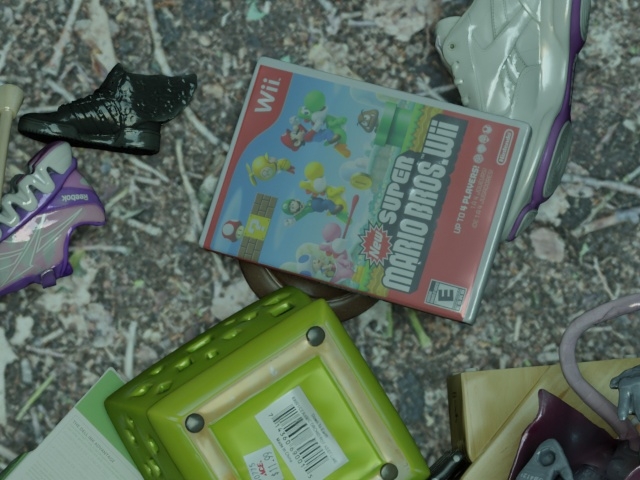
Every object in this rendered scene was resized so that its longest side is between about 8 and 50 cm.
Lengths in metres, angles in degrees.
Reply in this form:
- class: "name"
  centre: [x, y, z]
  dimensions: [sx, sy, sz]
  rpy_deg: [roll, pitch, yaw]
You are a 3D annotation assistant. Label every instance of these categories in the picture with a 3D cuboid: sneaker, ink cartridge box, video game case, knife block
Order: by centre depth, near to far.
- class: "ink cartridge box"
  centre: [-0.226, 0.262, 1.823]
  dimensions: [0.171, 0.056, 0.235]
  rpy_deg: [47, 56, -9]
- class: "sneaker"
  centre: [-0.298, 0.018, 1.848]
  dimensions: [0.104, 0.095, 0.236]
  rpy_deg: [44, 83, -15]
- class: "video game case"
  centre: [0.043, -0.051, 1.857]
  dimensions: [0.285, 0.025, 0.204]
  rpy_deg: [15, 82, 16]
- class: "knife block"
  centre: [0.204, 0.243, 1.862]
  dimensions: [0.276, 0.088, 0.242]
  rpy_deg: [-5, 84, -6]
- class: "sneaker"
  centre: [-0.211, -0.135, 1.894]
  dimensions: [0.170, 0.051, 0.089]
  rpy_deg: [8, 82, -9]
- class: "sneaker"
  centre: [0.182, -0.149, 1.918]
  dimensions: [0.152, 0.114, 0.305]
  rpy_deg: [8, 82, 15]

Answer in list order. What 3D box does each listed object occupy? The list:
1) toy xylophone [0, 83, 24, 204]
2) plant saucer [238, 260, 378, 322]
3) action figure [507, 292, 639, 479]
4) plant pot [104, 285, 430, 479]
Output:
- class: "toy xylophone"
  centre: [-0.401, -0.056, 1.766]
  dimensions: [0.236, 0.081, 0.322]
  rpy_deg: [6, 48, 0]
- class: "plant saucer"
  centre: [0.000, 0.000, 1.905]
  dimensions: [0.168, 0.029, 0.168]
  rpy_deg: [1, 83, -5]
- class: "action figure"
  centre: [0.300, 0.271, 1.794]
  dimensions: [0.248, 0.370, 0.275]
  rpy_deg: [-18, 47, 26]
- class: "plant pot"
  centre: [-0.042, 0.185, 1.764]
  dimensions: [0.227, 0.207, 0.228]
  rpy_deg: [-32, 94, -14]
